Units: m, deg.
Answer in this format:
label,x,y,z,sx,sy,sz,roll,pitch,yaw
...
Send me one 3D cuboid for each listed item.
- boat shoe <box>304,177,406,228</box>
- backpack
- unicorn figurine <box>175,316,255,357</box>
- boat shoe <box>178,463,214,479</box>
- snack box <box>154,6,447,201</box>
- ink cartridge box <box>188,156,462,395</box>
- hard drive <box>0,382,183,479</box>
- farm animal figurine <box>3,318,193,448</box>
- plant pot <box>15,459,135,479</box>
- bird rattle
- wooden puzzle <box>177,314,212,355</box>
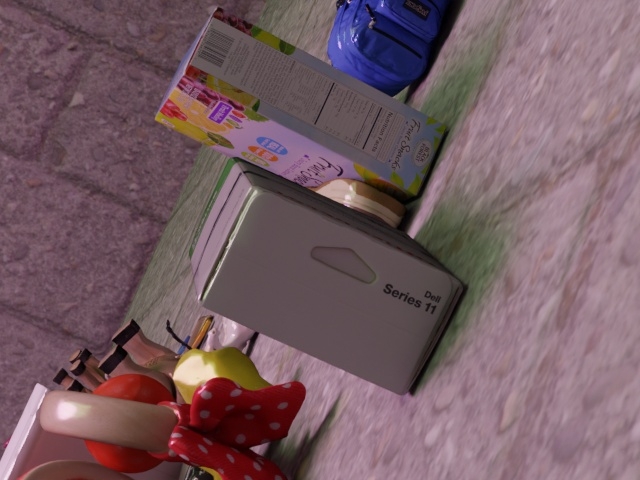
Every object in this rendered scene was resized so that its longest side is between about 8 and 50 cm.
label,x,y,z,sx,sy,sz,roll,pitch,yaw
boat shoe,0.001,0.000,1.272,0.073,0.080,0.223,-62,13,-15
backpack,0.063,-0.201,1.404,0.101,0.098,0.120,-35,30,64
unicorn figurine,-0.088,0.082,1.638,0.111,0.060,0.162,-64,-7,4
boat shoe,-0.108,0.235,1.383,0.040,0.049,0.142,13,73,46
snack box,-0.022,-0.097,1.256,0.070,0.207,0.174,-67,9,-12
ink cartridge box,-0.005,0.018,1.040,0.086,0.153,0.208,-64,9,5
hard drive,-0.231,0.308,1.373,0.040,0.203,0.307,10,74,58
farm animal figurine,-0.221,0.224,1.693,0.327,0.172,0.330,-43,13,34
plant pot,-0.215,0.315,1.150,0.243,0.275,0.275,-50,14,22
bird rattle,-0.121,0.159,1.215,0.253,0.207,0.143,-130,47,-89
wooden puzzle,-0.166,0.132,2.030,0.078,0.014,0.116,-61,10,-3
